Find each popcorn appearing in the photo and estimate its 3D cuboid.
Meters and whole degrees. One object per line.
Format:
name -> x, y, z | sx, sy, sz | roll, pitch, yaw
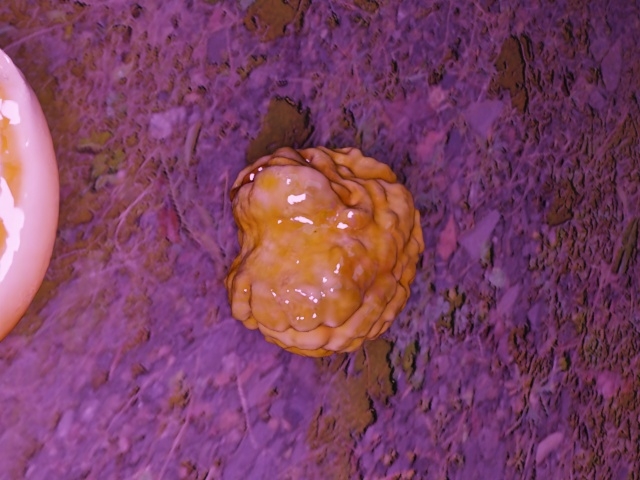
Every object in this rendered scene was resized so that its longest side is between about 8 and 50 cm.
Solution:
popcorn -> 0.000, 0.000, 1.205 | 0.226, 0.200, 0.203 | -30, 125, -15

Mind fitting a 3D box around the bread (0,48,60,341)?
bread -> -0.411, -0.044, 0.884 | 0.424, 0.245, 0.328 | 0, 113, -34
